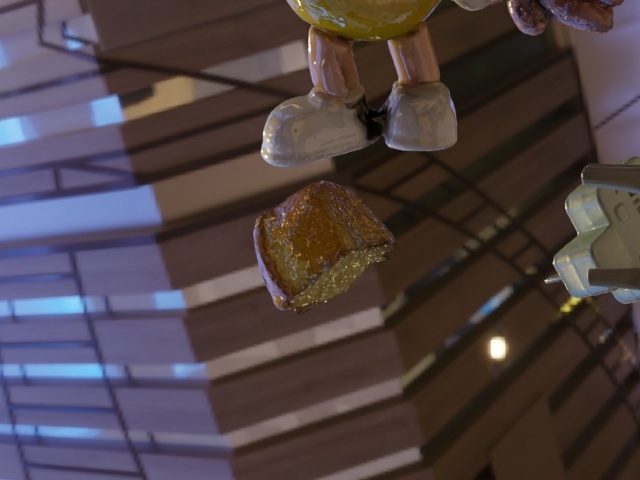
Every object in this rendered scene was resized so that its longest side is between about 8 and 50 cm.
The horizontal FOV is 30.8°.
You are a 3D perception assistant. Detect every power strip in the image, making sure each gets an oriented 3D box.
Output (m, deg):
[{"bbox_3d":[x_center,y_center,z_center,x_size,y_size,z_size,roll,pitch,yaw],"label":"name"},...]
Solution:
[{"bbox_3d":[0.511,0.009,2.064,0.261,0.141,0.229,-35,-83,-36],"label":"power strip"}]

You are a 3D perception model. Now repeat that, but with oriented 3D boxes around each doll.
[{"bbox_3d":[0.362,-0.448,1.966,0.156,0.303,0.201,-21,-44,-59],"label":"doll"},{"bbox_3d":[0.028,-0.272,1.177,0.348,0.161,0.423,-35,-63,-4],"label":"doll"}]

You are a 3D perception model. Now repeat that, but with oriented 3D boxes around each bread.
[{"bbox_3d":[0.000,0.000,1.501,0.139,0.143,0.229,58,-162,10],"label":"bread"}]

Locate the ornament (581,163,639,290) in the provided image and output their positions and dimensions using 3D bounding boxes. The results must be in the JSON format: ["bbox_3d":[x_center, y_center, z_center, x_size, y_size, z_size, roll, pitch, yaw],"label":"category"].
[{"bbox_3d":[0.450,0.018,1.448,0.061,0.244,0.230,-22,-67,-64],"label":"ornament"}]
